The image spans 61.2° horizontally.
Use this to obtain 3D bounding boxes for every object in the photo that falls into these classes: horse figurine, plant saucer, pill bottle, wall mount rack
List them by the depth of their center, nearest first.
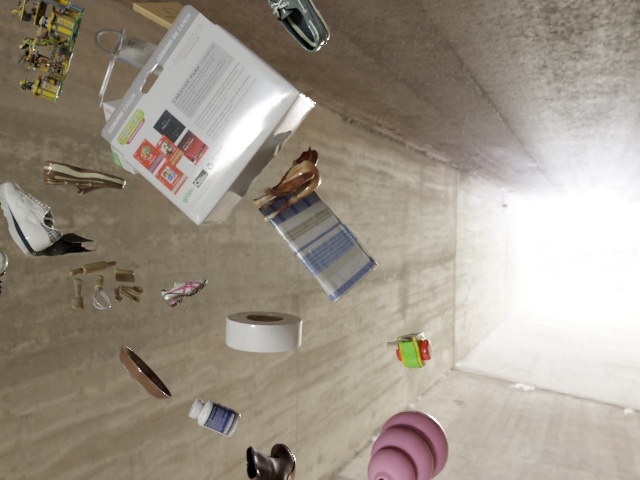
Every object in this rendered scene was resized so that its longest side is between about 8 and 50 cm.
[{"bbox_3d":[-0.059,-0.116,1.107,0.174,0.066,0.263,-37,-169,1],"label":"horse figurine"},{"bbox_3d":[-0.412,0.313,1.259,0.029,0.168,0.168,-44,-163,-15],"label":"plant saucer"},{"bbox_3d":[-0.643,-0.587,1.931,0.350,0.304,0.130,17,151,-23],"label":"wall mount rack"},{"bbox_3d":[-0.382,0.632,1.949,0.169,0.094,0.094,28,176,-13],"label":"pill bottle"}]

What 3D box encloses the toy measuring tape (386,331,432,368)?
[{"bbox_3d":[0.284,0.362,1.734,0.121,0.121,0.330,2,177,25],"label":"toy measuring tape"}]

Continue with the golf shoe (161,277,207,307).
[{"bbox_3d":[-0.532,0.185,2.122,0.186,0.086,0.067,-30,170,-34],"label":"golf shoe"}]

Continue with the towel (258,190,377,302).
[{"bbox_3d":[0.000,0.000,1.300,0.034,0.285,0.209,-43,176,39],"label":"towel"}]

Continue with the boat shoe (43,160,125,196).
[{"bbox_3d":[-0.800,-0.195,1.836,0.257,0.095,0.095,12,180,-28],"label":"boat shoe"}]

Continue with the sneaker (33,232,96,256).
[{"bbox_3d":[-0.636,0.010,1.321,0.170,0.051,0.089,7,-165,34],"label":"sneaker"}]

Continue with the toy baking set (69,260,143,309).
[{"bbox_3d":[-0.644,0.130,1.613,0.197,0.030,0.256,38,-155,25],"label":"toy baking set"}]

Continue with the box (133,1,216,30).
[{"bbox_3d":[-0.367,-0.585,1.445,0.201,0.021,0.164,33,-145,16],"label":"box"}]

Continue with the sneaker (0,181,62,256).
[{"bbox_3d":[-0.687,-0.062,1.282,0.095,0.235,0.090,-30,150,-16],"label":"sneaker"}]

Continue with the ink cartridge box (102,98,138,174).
[{"bbox_3d":[-0.623,-0.343,1.774,0.093,0.212,0.154,-23,-143,-38],"label":"ink cartridge box"}]

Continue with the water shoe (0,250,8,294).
[{"bbox_3d":[-0.685,0.082,1.116,0.203,0.073,0.080,-22,136,29],"label":"water shoe"}]

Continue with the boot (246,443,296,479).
[{"bbox_3d":[-0.163,0.714,1.748,0.090,0.207,0.248,-32,-152,7],"label":"boot"}]

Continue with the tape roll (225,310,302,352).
[{"bbox_3d":[-0.210,0.334,2.010,0.286,0.100,0.286,3,-177,0],"label":"tape roll"}]

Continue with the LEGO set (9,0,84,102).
[{"bbox_3d":[-0.864,-0.609,1.652,0.192,0.255,0.331,17,133,-24],"label":"LEGO set"}]

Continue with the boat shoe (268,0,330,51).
[{"bbox_3d":[-0.093,-0.716,1.654,0.116,0.099,0.319,-18,127,41],"label":"boat shoe"}]

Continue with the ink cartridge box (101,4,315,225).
[{"bbox_3d":[-0.216,-0.233,1.038,0.272,0.309,0.130,41,-168,6],"label":"ink cartridge box"}]

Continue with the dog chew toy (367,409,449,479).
[{"bbox_3d":[0.237,0.614,1.530,0.207,0.206,0.332,2,-175,27],"label":"dog chew toy"}]
